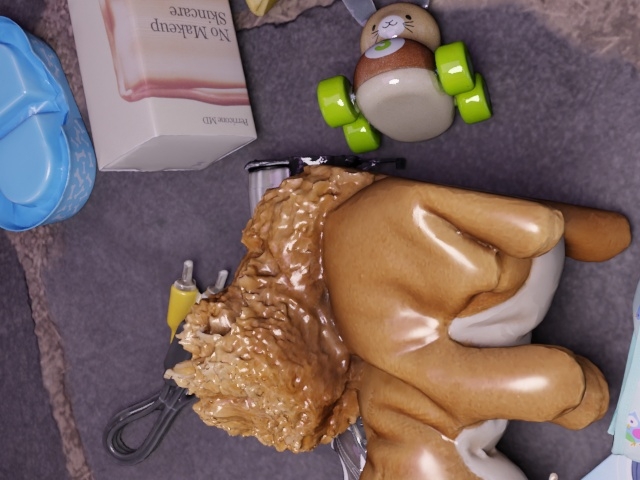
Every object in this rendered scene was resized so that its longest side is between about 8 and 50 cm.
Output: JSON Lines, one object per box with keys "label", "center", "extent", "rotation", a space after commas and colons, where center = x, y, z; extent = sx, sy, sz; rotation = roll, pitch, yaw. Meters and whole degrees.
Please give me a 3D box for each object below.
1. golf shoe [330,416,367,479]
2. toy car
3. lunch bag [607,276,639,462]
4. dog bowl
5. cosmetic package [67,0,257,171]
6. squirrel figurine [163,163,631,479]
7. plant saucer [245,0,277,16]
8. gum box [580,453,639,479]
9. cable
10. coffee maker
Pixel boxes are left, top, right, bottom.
{"label": "golf shoe", "center": [0.078, 0.273, 1.238], "extent": [0.094, 0.077, 0.198], "rotation": [-42, 66, 40]}
{"label": "toy car", "center": [0.081, -0.209, 1.220], "extent": [0.155, 0.149, 0.188], "rotation": [-14, 68, 17]}
{"label": "lunch bag", "center": [0.376, 0.093, 0.986], "extent": [0.223, 0.160, 0.262], "rotation": [12, 107, 15]}
{"label": "dog bowl", "center": [-0.392, -0.152, 1.521], "extent": [0.166, 0.074, 0.297], "rotation": [-32, 73, 25]}
{"label": "cosmetic package", "center": [-0.193, -0.239, 1.351], "extent": [0.129, 0.153, 0.296], "rotation": [-22, 78, 46]}
{"label": "squirrel figurine", "center": [0.069, 0.125, 1.097], "extent": [0.397, 0.281, 0.370], "rotation": [11, 95, 20]}
{"label": "plant saucer", "center": [-0.058, -0.471, 1.265], "extent": [0.333, 0.081, 0.333], "rotation": [67, 155, 15]}
{"label": "gum box", "center": [0.355, 0.240, 1.086], "extent": [0.184, 0.041, 0.157], "rotation": [-45, 67, 19]}
{"label": "cable", "center": [-0.160, 0.170, 1.398], "extent": [0.139, 0.072, 0.287], "rotation": [32, 116, 10]}
{"label": "coffee maker", "center": [0.000, 0.000, 1.259], "extent": [0.171, 0.120, 0.178], "rotation": [-5, 86, 29]}
